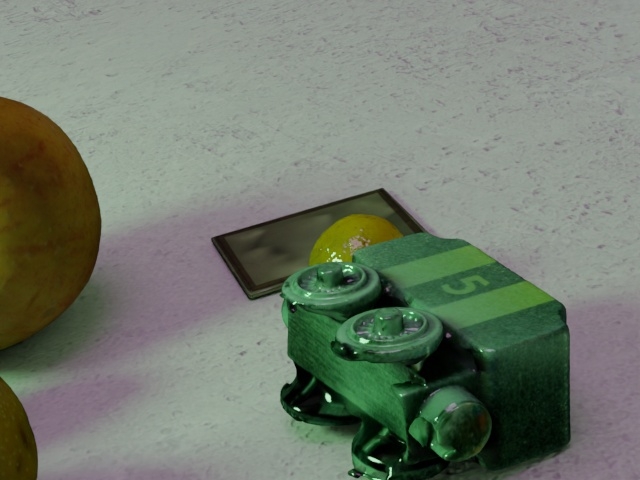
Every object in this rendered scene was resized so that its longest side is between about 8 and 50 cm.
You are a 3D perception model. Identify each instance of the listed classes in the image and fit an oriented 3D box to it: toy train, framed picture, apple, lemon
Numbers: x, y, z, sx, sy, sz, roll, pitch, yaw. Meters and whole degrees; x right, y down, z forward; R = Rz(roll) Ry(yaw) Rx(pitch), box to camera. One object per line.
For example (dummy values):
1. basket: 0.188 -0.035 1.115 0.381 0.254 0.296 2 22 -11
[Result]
1. toy train: 0.094 0.101 1.407 0.238 0.167 0.299 -16 28 -23
2. framed picture: 0.000 0.000 1.795 0.231 0.010 0.173 -16 27 -12
3. apple: -0.391 -0.020 1.675 0.299 0.299 0.275 -8 14 4
4. lemon: 0.044 0.026 1.622 0.109 0.109 0.133 6 25 29

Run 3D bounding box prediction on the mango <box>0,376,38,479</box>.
1. mango: -0.399 0.158 1.313 0.175 0.329 0.176 -32 42 47
